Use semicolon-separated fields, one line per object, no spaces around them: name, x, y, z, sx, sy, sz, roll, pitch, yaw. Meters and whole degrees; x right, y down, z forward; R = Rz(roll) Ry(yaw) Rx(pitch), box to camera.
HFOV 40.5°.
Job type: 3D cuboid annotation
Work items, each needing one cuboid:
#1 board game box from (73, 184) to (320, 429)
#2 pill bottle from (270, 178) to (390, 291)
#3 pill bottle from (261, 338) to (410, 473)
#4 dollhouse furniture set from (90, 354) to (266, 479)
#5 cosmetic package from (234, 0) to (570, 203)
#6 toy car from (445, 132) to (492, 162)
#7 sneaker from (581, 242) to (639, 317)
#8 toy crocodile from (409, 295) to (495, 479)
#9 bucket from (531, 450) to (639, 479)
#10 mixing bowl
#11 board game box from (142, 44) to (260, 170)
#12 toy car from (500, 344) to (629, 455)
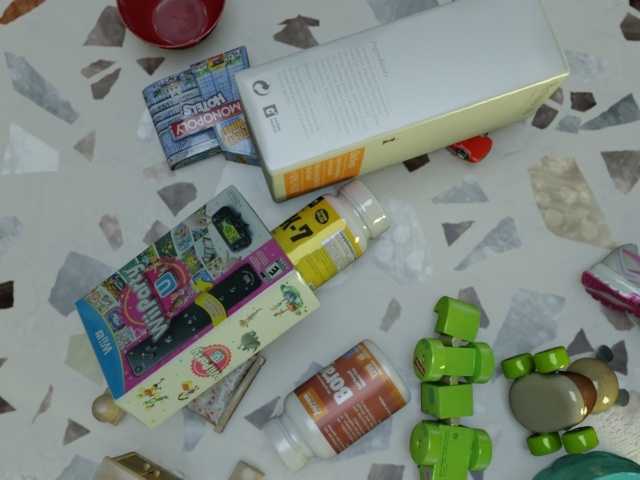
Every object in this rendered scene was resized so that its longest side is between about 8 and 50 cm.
board game box;-0.185;0.091;1.267;0.303;0.097;0.224;-38;46;-1
pill bottle;0.000;0.000;1.389;0.208;0.119;0.119;-36;82;-6
pill bottle;0.022;0.260;1.342;0.216;0.121;0.121;-35;82;-6
dollhouse furniture set;-0.176;0.242;1.320;0.303;0.174;0.355;29;82;5
cosmetic package;0.114;-0.217;1.317;0.453;0.230;0.161;-19;82;-3
toy car;0.175;-0.246;1.466;0.239;0.053;0.225;7;80;1
sneaker;0.549;0.089;1.372;0.252;0.103;0.111;37;77;16
toy crocodile;0.197;0.257;1.356;0.115;0.105;0.341;5;85;-20
bucket;0.430;0.455;1.276;0.281;0.183;0.281;0;81;1
mixing bowl;-0.245;-0.393;1.469;0.181;0.098;0.181;0;79;0
board game box;-0.180;-0.200;1.455;0.194;0.060;0.194;-22;80;-4
toy car;0.406;0.233;1.365;0.188;0.149;0.155;-14;83;-31
